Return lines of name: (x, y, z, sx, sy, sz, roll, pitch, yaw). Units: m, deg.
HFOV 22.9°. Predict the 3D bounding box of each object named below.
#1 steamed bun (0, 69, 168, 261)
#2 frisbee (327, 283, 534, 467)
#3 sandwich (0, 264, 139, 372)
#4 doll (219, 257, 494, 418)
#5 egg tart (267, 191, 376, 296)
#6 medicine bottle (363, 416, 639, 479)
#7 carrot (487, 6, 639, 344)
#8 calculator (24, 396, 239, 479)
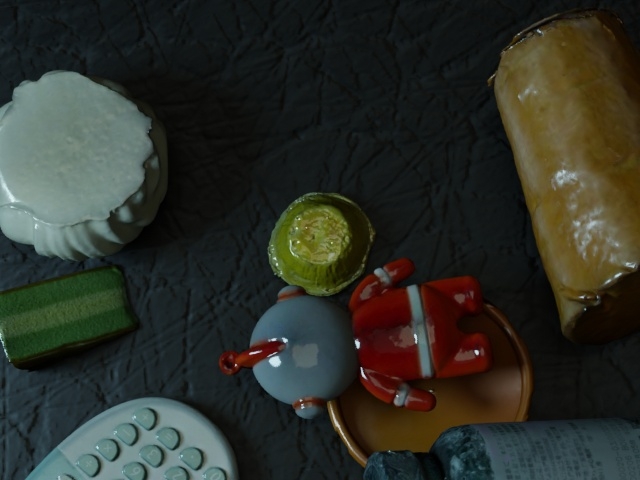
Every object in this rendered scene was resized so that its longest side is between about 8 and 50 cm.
steamed bun: (-0.224, -0.067, 1.477, 0.182, 0.106, 0.183, 0, 77, -1)
frisbee: (0.101, 0.135, 1.455, 0.192, 0.035, 0.192, -2, 72, 8)
sandwich: (-0.236, 0.067, 1.464, 0.116, 0.074, 0.074, -22, 79, -2)
doll: (0.030, 0.094, 1.423, 0.245, 0.076, 0.142, -11, 71, 2)
egg tart: (0.000, 0.000, 1.487, 0.105, 0.039, 0.105, -1, 77, 4)
medicine bottle: (0.186, 0.224, 1.350, 0.293, 0.141, 0.141, -1, 78, -13)
carrot: (0.251, -0.058, 1.430, 0.196, 0.196, 0.254, -24, 69, -3)
calculator: (-0.198, 0.275, 1.438, 0.184, 0.042, 0.295, 39, 80, 9)
